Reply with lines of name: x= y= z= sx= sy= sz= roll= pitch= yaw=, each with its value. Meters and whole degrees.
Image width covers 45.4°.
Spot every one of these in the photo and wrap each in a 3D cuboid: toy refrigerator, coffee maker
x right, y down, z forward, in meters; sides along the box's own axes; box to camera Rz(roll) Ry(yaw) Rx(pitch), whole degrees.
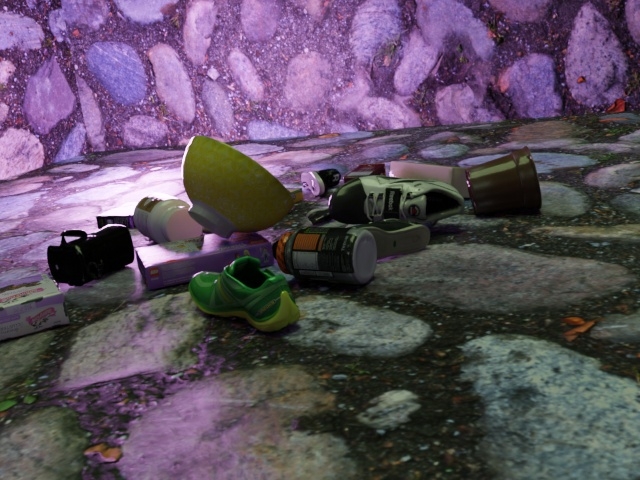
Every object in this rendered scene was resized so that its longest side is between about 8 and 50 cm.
toy refrigerator: x=0.326 y=-0.177 z=2.251 sx=0.102 sy=0.094 sz=0.269 roll=-1 pitch=10 yaw=-35
coffee maker: x=-0.533 y=0.041 z=1.843 sx=0.171 sy=0.120 sz=0.178 roll=25 pitch=29 yaw=21

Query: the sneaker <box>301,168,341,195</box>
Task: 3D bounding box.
sneaker: x=0.018 y=-0.202 z=2.515 sx=0.121 sy=0.079 sz=0.217 roll=-12 pitch=14 yaw=-13

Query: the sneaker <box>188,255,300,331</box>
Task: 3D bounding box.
sneaker: x=-0.144 y=0.084 z=1.439 sx=0.109 sy=0.124 sz=0.295 roll=-20 pitch=19 yaw=-39

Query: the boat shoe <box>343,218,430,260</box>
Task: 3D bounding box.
boat shoe: x=0.130 y=-0.007 z=1.717 sx=0.233 sy=0.084 sz=0.079 roll=-5 pitch=27 yaw=-26

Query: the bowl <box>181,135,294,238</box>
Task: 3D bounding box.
bowl: x=-0.224 y=-0.099 z=1.808 sx=0.289 sy=0.289 sz=0.156 roll=14 pitch=68 yaw=53

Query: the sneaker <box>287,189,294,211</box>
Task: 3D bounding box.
sneaker: x=-0.144 y=-0.104 z=2.254 sx=0.077 sy=0.072 sz=0.178 roll=-11 pitch=6 yaw=29

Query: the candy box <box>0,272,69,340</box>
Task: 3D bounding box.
candy box: x=-0.617 y=0.135 z=1.567 sx=0.164 sy=0.070 sz=0.196 roll=-14 pitch=16 yaw=-24

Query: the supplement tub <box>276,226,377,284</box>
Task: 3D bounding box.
supplement tub: x=0.011 y=0.030 z=1.586 sx=0.190 sy=0.117 sz=0.117 roll=3 pitch=18 yaw=31

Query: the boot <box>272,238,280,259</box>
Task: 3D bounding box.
boot: x=0.000 y=0.000 z=1.799 sx=0.197 sy=0.077 sz=0.137 roll=0 pitch=11 yaw=20

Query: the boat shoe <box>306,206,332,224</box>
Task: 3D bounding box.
boat shoe: x=0.018 y=-0.070 z=2.108 sx=0.125 sy=0.038 sz=0.046 roll=-13 pitch=-26 yaw=-42

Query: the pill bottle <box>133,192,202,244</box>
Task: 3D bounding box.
pill bottle: x=-0.407 y=-0.053 z=2.054 sx=0.131 sy=0.131 sz=0.229 roll=-15 pitch=17 yaw=-28

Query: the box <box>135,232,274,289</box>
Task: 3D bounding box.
box: x=-0.277 y=0.038 z=1.801 sx=0.293 sy=0.057 sz=0.201 roll=-11 pitch=14 yaw=-17

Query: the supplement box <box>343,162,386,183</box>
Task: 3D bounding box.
supplement box: x=0.135 y=-0.158 z=2.253 sx=0.080 sy=0.104 sz=0.188 roll=-1 pitch=16 yaw=20

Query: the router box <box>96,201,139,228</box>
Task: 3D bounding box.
router box: x=-0.597 y=-0.080 z=2.406 sx=0.133 sy=0.046 sz=0.179 roll=0 pitch=17 yaw=21

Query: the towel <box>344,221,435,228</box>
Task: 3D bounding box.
towel: x=0.181 y=-0.045 z=1.951 sx=0.209 sy=0.034 sz=0.285 roll=1 pitch=17 yaw=25

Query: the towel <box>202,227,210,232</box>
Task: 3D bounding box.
towel: x=-0.297 y=-0.048 z=2.188 sx=0.110 sy=0.027 sz=0.148 roll=4 pitch=17 yaw=32

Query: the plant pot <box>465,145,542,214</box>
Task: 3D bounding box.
plant pot: x=0.466 y=-0.144 z=1.971 sx=0.165 sy=0.167 sz=0.167 roll=-13 pitch=14 yaw=8

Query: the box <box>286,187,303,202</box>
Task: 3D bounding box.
box: x=-0.147 y=-0.127 z=2.385 sx=0.105 sy=0.043 sz=0.179 roll=3 pitch=20 yaw=35

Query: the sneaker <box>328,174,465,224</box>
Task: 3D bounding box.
sneaker: x=0.187 y=-0.093 z=1.825 sx=0.330 sy=0.123 sz=0.146 roll=-6 pitch=13 yaw=-10
